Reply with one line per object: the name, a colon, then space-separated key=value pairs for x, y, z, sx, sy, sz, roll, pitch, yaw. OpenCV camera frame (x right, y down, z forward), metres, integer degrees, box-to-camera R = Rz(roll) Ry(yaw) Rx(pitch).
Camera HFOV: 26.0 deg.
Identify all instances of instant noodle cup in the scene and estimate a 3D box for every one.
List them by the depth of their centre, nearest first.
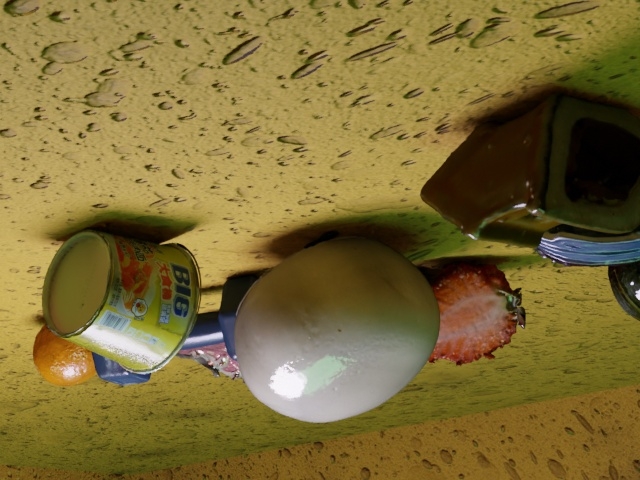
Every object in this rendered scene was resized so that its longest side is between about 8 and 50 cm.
instant noodle cup: x=-0.292 y=0.082 z=1.982 sx=0.205 sy=0.204 sz=0.153 roll=-19 pitch=153 yaw=39

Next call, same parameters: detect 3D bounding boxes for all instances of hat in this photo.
hat: x=-0.153 y=0.215 z=2.627 sx=0.286 sy=0.107 sz=0.237 roll=12 pitch=167 yaw=-35

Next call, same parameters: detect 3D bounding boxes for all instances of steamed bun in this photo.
steamed bun: x=0.032 y=0.151 z=2.133 sx=0.324 sy=0.206 sz=0.324 roll=-23 pitch=150 yaw=-14

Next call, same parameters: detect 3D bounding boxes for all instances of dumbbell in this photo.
dumbbell: x=-0.227 y=0.154 z=2.332 sx=0.316 sy=0.156 sz=0.143 roll=-10 pitch=-167 yaw=17

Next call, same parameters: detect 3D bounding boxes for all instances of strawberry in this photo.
strawberry: x=0.220 y=0.119 z=2.340 sx=0.236 sy=0.175 sz=0.107 roll=1 pitch=-175 yaw=-8

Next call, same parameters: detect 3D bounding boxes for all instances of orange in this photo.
orange: x=-0.439 y=0.191 z=2.422 sx=0.117 sy=0.135 sz=0.136 roll=41 pitch=143 yaw=-20

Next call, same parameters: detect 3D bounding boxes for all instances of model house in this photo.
model house: x=0.268 y=-0.060 z=1.698 sx=0.268 sy=0.173 sz=0.239 roll=11 pitch=156 yaw=-39

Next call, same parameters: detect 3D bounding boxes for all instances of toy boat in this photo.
toy boat: x=0.417 y=-0.046 z=1.915 sx=0.309 sy=0.129 sz=0.142 roll=-8 pitch=135 yaw=9

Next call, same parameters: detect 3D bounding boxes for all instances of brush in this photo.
brush: x=0.000 y=0.000 z=2.111 sx=0.024 sy=0.008 sz=0.083 roll=3 pitch=162 yaw=-37

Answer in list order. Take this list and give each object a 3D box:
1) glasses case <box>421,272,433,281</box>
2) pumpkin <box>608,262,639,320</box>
glasses case: x=0.177 y=0.101 z=2.435 sx=0.105 sy=0.056 sz=0.266 roll=-16 pitch=161 yaw=35
pumpkin: x=0.546 y=0.026 z=2.110 sx=0.238 sy=0.159 sz=0.238 roll=-25 pitch=161 yaw=-9
